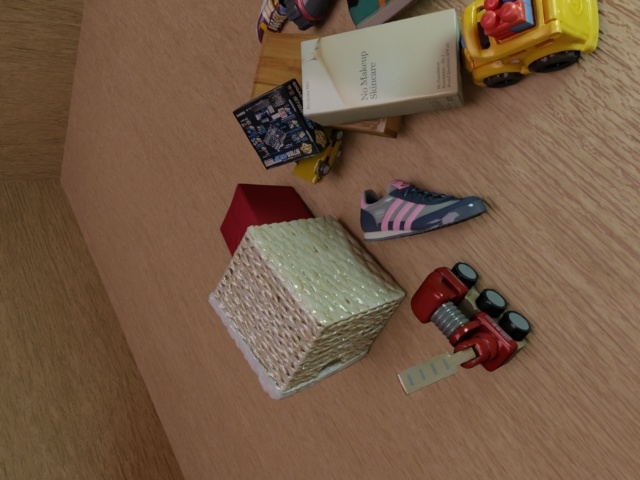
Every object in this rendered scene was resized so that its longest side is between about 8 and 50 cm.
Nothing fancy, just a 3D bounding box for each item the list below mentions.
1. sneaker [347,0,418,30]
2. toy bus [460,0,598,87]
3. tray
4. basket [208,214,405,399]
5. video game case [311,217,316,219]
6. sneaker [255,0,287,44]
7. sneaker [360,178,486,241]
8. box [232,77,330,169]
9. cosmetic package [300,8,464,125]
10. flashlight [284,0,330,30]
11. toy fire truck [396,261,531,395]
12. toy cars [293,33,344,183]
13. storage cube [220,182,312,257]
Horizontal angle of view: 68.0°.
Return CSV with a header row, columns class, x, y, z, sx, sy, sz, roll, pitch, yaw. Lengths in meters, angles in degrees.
class,x,y,z,sx,sy,sz,roll,pitch,yaw
sneaker,0.162,-0.545,0.980,0.302,0.108,0.121,-17,109,49
toy bus,0.312,-0.355,0.796,0.220,0.211,0.150,-7,93,50
tray,0.012,-0.381,1.139,0.410,0.076,0.203,18,99,32
basket,-0.032,0.146,1.167,0.331,0.328,0.266,50,128,26
video game case,0.000,0.000,1.346,0.087,0.011,0.122,11,105,46
sneaker,-0.127,-0.635,1.335,0.084,0.069,0.186,43,127,41
sneaker,0.202,-0.078,1.037,0.319,0.112,0.131,-11,91,47
box,-0.100,-0.277,1.163,0.220,0.051,0.175,-7,121,49
cosmetic package,0.123,-0.336,0.955,0.309,0.113,0.160,-3,91,23
flashlight,0.040,-0.618,1.133,0.304,0.103,0.103,-11,114,47
toy fire truck,0.245,0.178,0.931,0.217,0.246,0.158,50,129,30
toy cars,-0.015,-0.341,1.253,0.176,0.087,0.394,-18,79,32
storage cube,-0.153,-0.033,1.360,0.193,0.215,0.184,59,135,35
